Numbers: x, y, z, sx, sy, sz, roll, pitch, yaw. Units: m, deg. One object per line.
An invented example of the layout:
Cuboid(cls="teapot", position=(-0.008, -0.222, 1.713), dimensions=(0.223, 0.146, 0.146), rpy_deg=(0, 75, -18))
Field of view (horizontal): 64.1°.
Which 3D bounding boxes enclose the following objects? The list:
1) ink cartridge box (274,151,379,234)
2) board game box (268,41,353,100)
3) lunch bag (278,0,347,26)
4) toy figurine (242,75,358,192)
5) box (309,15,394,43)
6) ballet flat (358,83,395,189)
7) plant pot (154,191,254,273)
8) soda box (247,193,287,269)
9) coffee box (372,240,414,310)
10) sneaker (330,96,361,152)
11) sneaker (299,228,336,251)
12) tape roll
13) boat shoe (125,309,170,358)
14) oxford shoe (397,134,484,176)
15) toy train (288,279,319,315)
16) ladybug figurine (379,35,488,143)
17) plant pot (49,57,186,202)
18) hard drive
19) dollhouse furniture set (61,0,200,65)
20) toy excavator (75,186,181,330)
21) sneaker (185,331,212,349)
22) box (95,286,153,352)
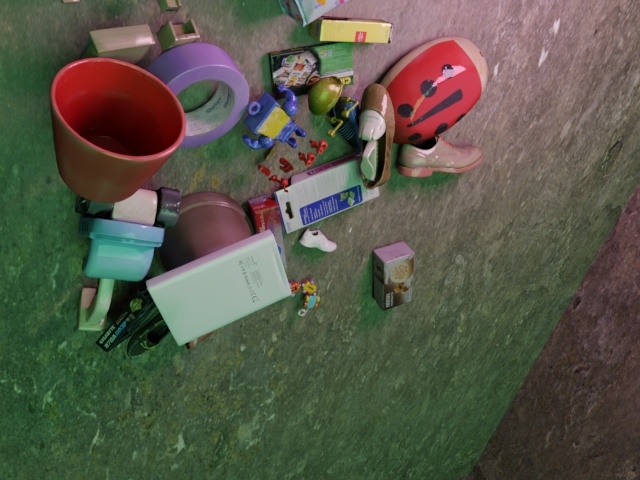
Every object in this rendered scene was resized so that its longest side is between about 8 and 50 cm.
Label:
Cuboid(cls="ink cartridge box", position=(0.021, -0.168, 1.732), dimensions=(0.370, 0.069, 0.176), rpy_deg=(-24, 129, -15))
Cuboid(cls="board game box", position=(-0.023, -0.506, 1.514), dimensions=(0.259, 0.030, 0.136), rpy_deg=(-16, 124, -18))
Cuboid(cls="lunch bag", position=(-0.024, -0.723, 1.290), dimensions=(0.223, 0.160, 0.262), rpy_deg=(-32, 135, -5))
Cuboid(cls="toy figurine", position=(-0.100, -0.342, 1.441), dimensions=(0.363, 0.191, 0.217), rpy_deg=(-48, 137, 15))
Cuboid(cls="box", position=(0.090, -0.606, 1.471), dimensions=(0.232, 0.087, 0.058), rpy_deg=(-8, 123, -25))
Cuboid(cls="ballet flat", position=(0.163, -0.305, 1.594), dimensions=(0.124, 0.116, 0.343), rpy_deg=(-52, 149, -44))
Cuboid(cls="plant pot", position=(-0.326, 0.056, 1.557), dimensions=(0.322, 0.280, 0.324), rpy_deg=(-14, 127, -20))
Cuboid(cls="soda box", position=(-0.177, -0.017, 1.707), dimensions=(0.083, 0.092, 0.264), rpy_deg=(-17, 127, -16))
Cuboid(cls="coffee box", position=(0.290, 0.143, 2.053), dimensions=(0.141, 0.098, 0.247), rpy_deg=(-15, 126, -19))
Cuboid(cls="sneaker", position=(0.085, -0.370, 1.633), dimensions=(0.090, 0.082, 0.232), rpy_deg=(5, 150, 20))
Cuboid(cls="sneaker", position=(0.000, 0.000, 1.838), dimensions=(0.152, 0.054, 0.061), rpy_deg=(13, 110, -33))
Cuboid(cls="tape roll", position=(-0.327, -0.369, 1.326), dimensions=(0.274, 0.090, 0.275), rpy_deg=(-27, 157, -13))
Cuboid(cls="boat shoe", position=(-0.577, 0.323, 1.732), dimensions=(0.228, 0.069, 0.081), rpy_deg=(-47, 129, 6))
Cuboid(cls="oxford shoe", position=(0.441, -0.313, 1.825), dimensions=(0.347, 0.123, 0.130), rpy_deg=(-13, 120, -22))
Cuboid(cls="toy train", position=(-0.073, 0.203, 1.939), dimensions=(0.125, 0.046, 0.166), rpy_deg=(-28, 126, -8))
Cuboid(cls="ladybug figurine", position=(0.363, -0.467, 1.654), dimensions=(0.449, 0.162, 0.305), rpy_deg=(-36, 130, -2))
Cuboid(cls="plant pot", position=(-0.475, -0.228, 1.160), dimensions=(0.274, 0.275, 0.243), rpy_deg=(7, 150, -31))
Cuboid(cls="hard drive", position=(-0.270, 0.133, 1.423), dimensions=(0.352, 0.047, 0.233), rpy_deg=(-24, 129, -13))
Cuboid(cls="dollhouse furniture set", position=(-0.498, -0.566, 1.202), dimensions=(0.286, 0.198, 0.304), rpy_deg=(-27, 100, -37))
Cuboid(cls="toy excavator", position=(-0.591, 0.058, 1.432), dimensions=(0.222, 0.432, 0.446), rpy_deg=(12, 86, -33))
Cuboid(cls="sneaker", position=(-0.405, 0.249, 1.725), dimensions=(0.136, 0.116, 0.314), rpy_deg=(-23, 156, -29))
Cuboid(cls="box", position=(-0.585, 0.233, 1.607), dimensions=(0.051, 0.175, 0.220), rpy_deg=(41, 99, -2))
